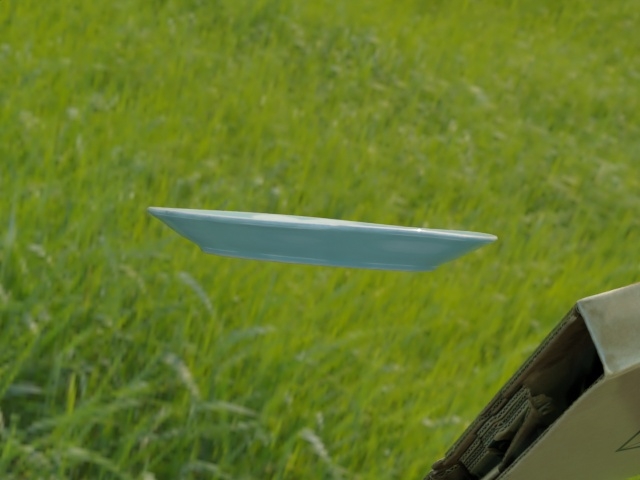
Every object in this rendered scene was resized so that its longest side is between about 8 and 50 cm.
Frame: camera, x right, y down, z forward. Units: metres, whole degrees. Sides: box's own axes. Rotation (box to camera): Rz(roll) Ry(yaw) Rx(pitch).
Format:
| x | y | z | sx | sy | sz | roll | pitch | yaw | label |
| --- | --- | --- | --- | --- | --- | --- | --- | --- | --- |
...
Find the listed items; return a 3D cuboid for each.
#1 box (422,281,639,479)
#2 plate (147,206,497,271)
| x | y | z | sx | sy | sz | roll | pitch | yaw | label |
| --- | --- | --- | --- | --- | --- | --- | --- | --- | --- |
| 0.136 | 0.029 | 0.447 | 0.201 | 0.164 | 0.021 | -15 | 69 | -18 | box |
| 0.000 | 0.000 | 0.834 | 0.188 | 0.024 | 0.188 | 5 | 2 | 0 | plate |
